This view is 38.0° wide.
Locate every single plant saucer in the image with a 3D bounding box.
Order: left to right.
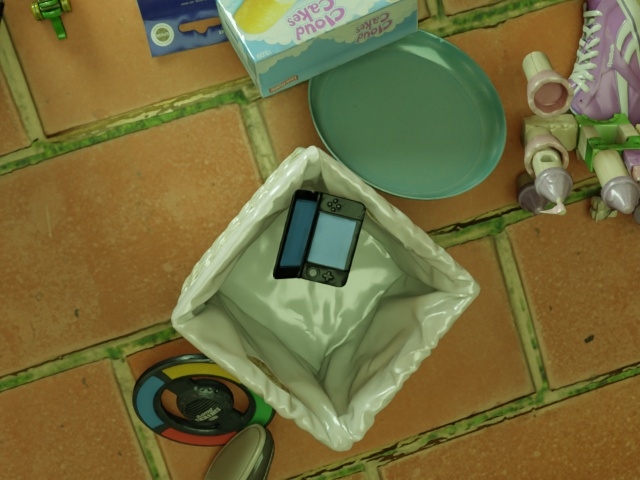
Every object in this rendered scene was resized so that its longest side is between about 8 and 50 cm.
[{"bbox_3d":[0.131,-0.194,1.431,0.318,0.043,0.317,6,62,-12],"label":"plant saucer"}]

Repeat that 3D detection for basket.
[{"bbox_3d":[-0.004,0.074,1.412,0.328,0.266,0.331,39,92,-10],"label":"basket"}]

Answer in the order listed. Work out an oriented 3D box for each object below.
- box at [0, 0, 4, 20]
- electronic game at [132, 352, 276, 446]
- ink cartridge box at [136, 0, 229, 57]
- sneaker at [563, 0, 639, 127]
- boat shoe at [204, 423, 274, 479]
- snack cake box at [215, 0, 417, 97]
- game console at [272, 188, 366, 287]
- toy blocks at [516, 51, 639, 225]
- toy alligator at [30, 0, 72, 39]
[{"bbox_3d":[-0.624,-0.292,1.271,0.297,0.294,0.182,13,99,-8],"label":"box"},{"bbox_3d":[-0.184,0.257,1.479,0.229,0.048,0.229,-1,133,-1],"label":"electronic game"},{"bbox_3d":[-0.217,-0.480,1.411,0.176,0.069,0.370,-13,102,-5],"label":"ink cartridge box"},{"bbox_3d":[0.440,-0.293,1.494,0.161,0.102,0.282,-21,100,0],"label":"sneaker"},{"bbox_3d":[-0.149,0.442,1.527,0.096,0.112,0.335,24,107,-26],"label":"boat shoe"},{"bbox_3d":[-0.004,-0.340,1.393,0.264,0.089,0.152,-26,62,-9],"label":"snack cake box"},{"bbox_3d":[0.000,0.000,1.233,0.107,0.071,0.122,14,97,-7],"label":"game console"},{"bbox_3d":[0.445,-0.100,1.391,0.289,0.260,0.308,-1,126,1],"label":"toy blocks"},{"bbox_3d":[-0.421,-0.398,1.401,0.056,0.051,0.189,-16,100,-4],"label":"toy alligator"}]
